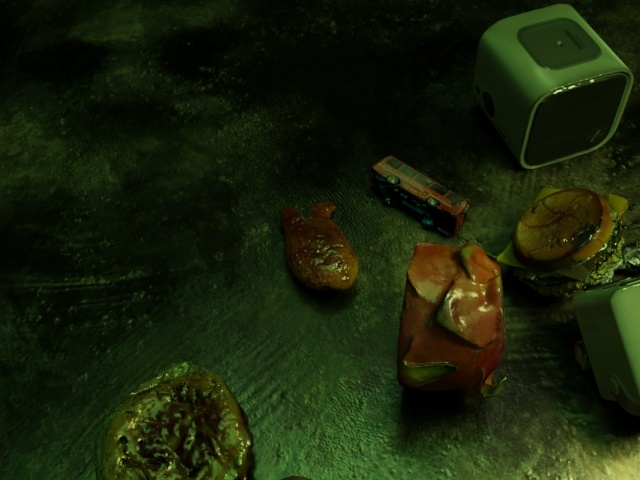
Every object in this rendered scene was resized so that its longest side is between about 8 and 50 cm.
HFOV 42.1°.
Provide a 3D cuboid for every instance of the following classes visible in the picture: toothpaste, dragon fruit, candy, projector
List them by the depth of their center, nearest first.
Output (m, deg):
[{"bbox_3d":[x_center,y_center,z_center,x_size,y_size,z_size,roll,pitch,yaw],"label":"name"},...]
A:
[{"bbox_3d":[0.568,0.184,1.460,0.164,0.177,0.242,-17,84,-9],"label":"projector"},{"bbox_3d":[0.243,0.135,1.472,0.189,0.290,0.290,5,53,10],"label":"dragon fruit"},{"bbox_3d":[0.577,0.191,1.579,0.196,0.047,0.040,-17,39,-11],"label":"toothpaste"},{"bbox_3d":[0.636,0.043,1.690,0.226,0.051,0.094,-24,66,-14],"label":"candy"},{"bbox_3d":[0.509,-0.345,1.863,0.248,0.248,0.249,-17,54,-11],"label":"projector"}]

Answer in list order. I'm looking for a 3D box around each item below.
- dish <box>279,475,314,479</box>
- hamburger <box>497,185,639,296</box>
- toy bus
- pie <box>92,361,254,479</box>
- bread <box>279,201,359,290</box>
[{"bbox_3d":[-0.040,0.474,1.345,0.213,0.090,0.213,-1,53,1],"label":"dish"},{"bbox_3d":[0.488,0.005,1.626,0.262,0.138,0.243,13,61,52],"label":"hamburger"},{"bbox_3d":[0.213,-0.099,1.797,0.235,0.073,0.096,32,53,24],"label":"toy bus"},{"bbox_3d":[-0.261,0.355,1.448,0.308,0.085,0.308,-1,53,1],"label":"pie"},{"bbox_3d":[-0.007,0.003,1.709,0.139,0.095,0.268,-7,48,-13],"label":"bread"}]
